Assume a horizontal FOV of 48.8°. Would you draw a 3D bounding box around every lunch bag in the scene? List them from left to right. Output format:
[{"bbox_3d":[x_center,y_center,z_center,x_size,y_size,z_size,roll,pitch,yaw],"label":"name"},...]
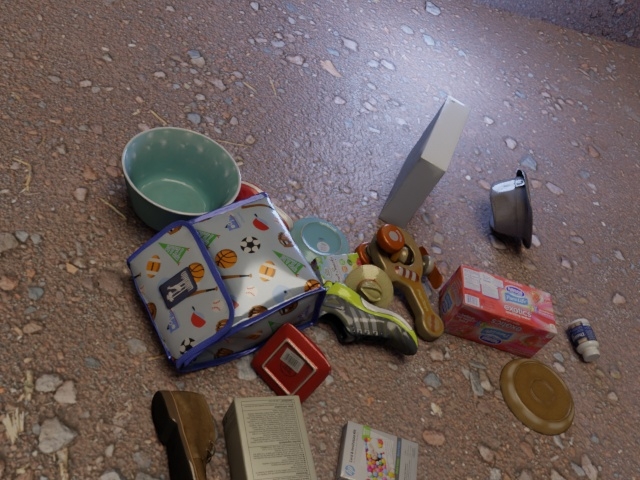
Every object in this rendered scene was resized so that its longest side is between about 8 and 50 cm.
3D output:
[{"bbox_3d":[-0.231,0.104,1.697,0.385,0.239,0.328,-22,63,-20],"label":"lunch bag"}]

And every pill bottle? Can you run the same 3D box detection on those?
[{"bbox_3d":[0.802,0.303,2.141,0.067,0.067,0.120,6,49,-22],"label":"pill bottle"}]

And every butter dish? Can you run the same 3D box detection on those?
[{"bbox_3d":[-0.054,0.289,1.695,0.160,0.160,0.118,45,21,11],"label":"butter dish"}]

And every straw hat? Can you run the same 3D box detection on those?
[{"bbox_3d":[0.135,0.138,1.905,0.144,0.145,0.061,22,3,-7],"label":"straw hat"}]

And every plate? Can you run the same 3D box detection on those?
[{"bbox_3d":[0.000,0.000,2.040,0.188,0.024,0.188,15,46,-16],"label":"plate"}]

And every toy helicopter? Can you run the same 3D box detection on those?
[{"bbox_3d":[0.267,0.119,2.024,0.234,0.140,0.355,-5,65,-41],"label":"toy helicopter"}]

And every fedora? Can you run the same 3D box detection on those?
[{"bbox_3d":[0.622,-0.105,2.335,0.124,0.244,0.276,-2,49,10],"label":"fedora"}]

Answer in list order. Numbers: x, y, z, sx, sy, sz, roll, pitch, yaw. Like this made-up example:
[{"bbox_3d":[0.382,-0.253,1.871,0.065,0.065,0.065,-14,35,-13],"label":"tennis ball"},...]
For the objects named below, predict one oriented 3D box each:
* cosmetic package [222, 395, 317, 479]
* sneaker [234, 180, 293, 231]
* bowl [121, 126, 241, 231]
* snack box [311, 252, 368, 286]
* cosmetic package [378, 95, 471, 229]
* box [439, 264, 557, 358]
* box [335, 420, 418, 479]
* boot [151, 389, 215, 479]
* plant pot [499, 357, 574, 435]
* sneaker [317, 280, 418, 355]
[{"bbox_3d":[-0.101,0.493,1.496,0.160,0.113,0.310,4,51,-23],"label":"cosmetic package"},{"bbox_3d":[-0.190,-0.073,1.967,0.221,0.087,0.128,34,44,6],"label":"sneaker"},{"bbox_3d":[-0.381,-0.137,1.872,0.311,0.163,0.312,14,48,-16],"label":"bowl"},{"bbox_3d":[0.054,0.091,1.968,0.141,0.037,0.100,-5,62,-29],"label":"snack box"},{"bbox_3d":[0.333,-0.248,2.238,0.097,0.284,0.377,29,45,0],"label":"cosmetic package"},{"bbox_3d":[0.505,0.204,2.027,0.299,0.142,0.154,18,46,-12],"label":"box"},{"bbox_3d":[0.134,0.516,1.645,0.186,0.038,0.145,20,45,-8],"label":"box"},{"bbox_3d":[-0.258,0.446,1.472,0.115,0.112,0.305,5,47,-37],"label":"boot"},{"bbox_3d":[0.611,0.425,1.966,0.236,0.032,0.236,14,46,-15],"label":"plant pot"},{"bbox_3d":[0.114,0.231,1.853,0.299,0.111,0.121,28,55,6],"label":"sneaker"}]
